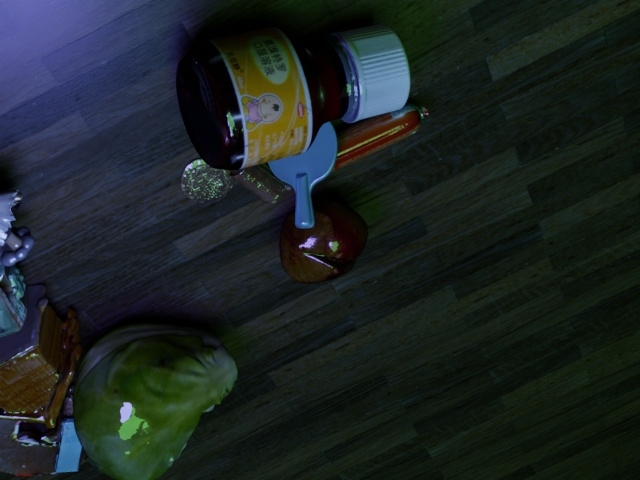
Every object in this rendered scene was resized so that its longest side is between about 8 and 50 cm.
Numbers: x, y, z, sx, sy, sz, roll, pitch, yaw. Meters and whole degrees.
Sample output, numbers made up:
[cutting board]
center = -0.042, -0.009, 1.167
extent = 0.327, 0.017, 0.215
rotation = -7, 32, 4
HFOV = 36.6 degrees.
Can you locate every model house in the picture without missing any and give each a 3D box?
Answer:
[model house]
center = -0.604, 0.253, 2.026
extent = 0.219, 0.199, 0.229
rotation = -20, 131, 4

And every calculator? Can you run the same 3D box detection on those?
[calculator]
center = -0.557, 0.456, 2.157
extent = 0.057, 0.018, 0.172
rotation = 3, 126, -21

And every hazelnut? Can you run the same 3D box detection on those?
[hazelnut]
center = 0.000, 0.000, 2.057
extent = 0.177, 0.178, 0.204
rotation = 13, 128, -27

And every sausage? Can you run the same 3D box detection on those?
[sausage]
center = 0.098, -0.210, 1.960
extent = 0.263, 0.083, 0.083
rotation = -24, 132, -1

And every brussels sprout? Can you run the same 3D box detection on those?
[brussels sprout]
center = -0.364, 0.328, 2.086
extent = 0.371, 0.275, 0.315
rotation = -45, 109, -29

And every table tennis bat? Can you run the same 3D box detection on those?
[table tennis bat]
center = -0.035, -0.142, 1.911
extent = 0.149, 0.038, 0.237
rotation = -3, 93, 14

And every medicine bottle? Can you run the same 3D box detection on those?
[medicine bottle]
center = -0.043, -0.283, 1.764
extent = 0.394, 0.242, 0.243
rotation = -21, 134, -21

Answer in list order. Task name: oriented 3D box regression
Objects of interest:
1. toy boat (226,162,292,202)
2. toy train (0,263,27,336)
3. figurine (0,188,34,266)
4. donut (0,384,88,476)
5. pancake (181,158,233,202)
[toy boat]
center = -0.145, -0.144, 1.926
extent = 0.068, 0.088, 0.226
rotation = -40, 131, 16
[toy train]
center = -0.741, 0.145, 1.916
extent = 0.326, 0.159, 0.129
rotation = -18, 130, -2
[figurine]
center = -0.661, -0.101, 1.726
extent = 0.206, 0.166, 0.387
rotation = 4, 145, 30
[donut]
center = -0.652, 0.411, 2.185
extent = 0.344, 0.136, 0.259
rotation = 16, 124, -28
[pancake]
center = -0.229, -0.122, 1.965
extent = 0.114, 0.011, 0.115
rotation = -10, 131, -11
